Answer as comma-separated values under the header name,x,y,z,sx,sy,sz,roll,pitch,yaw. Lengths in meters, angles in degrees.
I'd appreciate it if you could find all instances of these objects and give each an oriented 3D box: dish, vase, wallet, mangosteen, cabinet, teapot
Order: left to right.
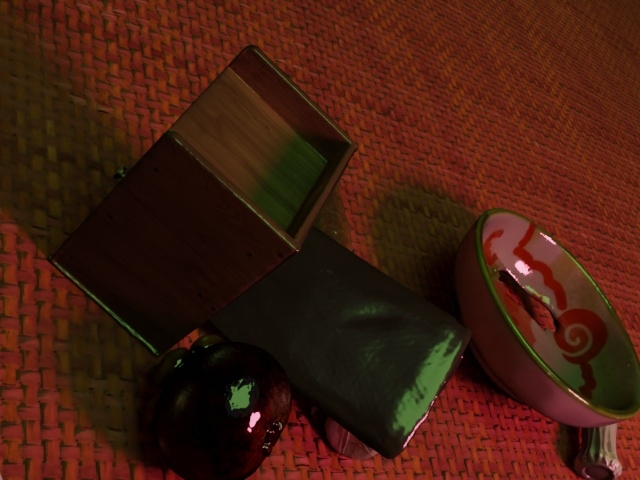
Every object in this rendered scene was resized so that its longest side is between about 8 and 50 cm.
name,x,y,z,sx,sy,sz,roll,pitch,yaw
cabinet,-0.109,-0.036,0.798,0.148,0.215,0.175,43,39,-12
mangosteen,-0.096,0.143,0.764,0.140,0.140,0.140,27,44,-30
wallet,0.017,0.089,0.885,0.245,0.052,0.168,35,59,9
teapot,0.035,0.184,0.913,0.083,0.064,0.064,24,27,13
dish,0.279,0.120,1.170,0.324,0.124,0.324,32,34,-26
vase,0.387,0.262,1.211,0.081,0.081,0.149,39,43,-19

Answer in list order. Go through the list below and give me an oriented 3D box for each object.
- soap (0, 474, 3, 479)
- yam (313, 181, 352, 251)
name,x,y,z,sx,sy,sz,roll,pitch,yaw
soap,-0.297,0.201,0.474,0.150,0.094,0.261,15,38,12
yam,0.000,0.000,1.007,0.071,0.067,0.317,25,47,-35
